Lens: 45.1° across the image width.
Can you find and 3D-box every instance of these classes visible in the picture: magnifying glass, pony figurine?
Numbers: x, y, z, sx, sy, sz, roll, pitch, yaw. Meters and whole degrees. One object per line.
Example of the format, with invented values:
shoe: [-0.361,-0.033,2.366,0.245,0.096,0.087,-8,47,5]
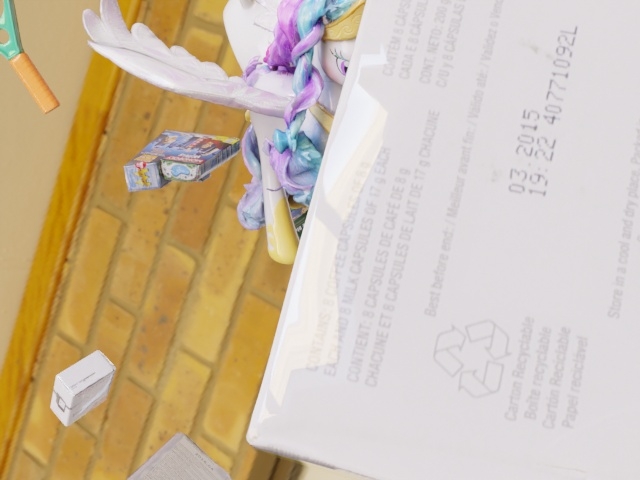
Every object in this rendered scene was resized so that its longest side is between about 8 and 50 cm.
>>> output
magnifying glass: [-0.464,-0.293,1.138,0.092,0.026,0.231,-30,-75,8]
pony figurine: [-0.030,-0.147,0.822,0.303,0.351,0.363,-35,-40,-29]

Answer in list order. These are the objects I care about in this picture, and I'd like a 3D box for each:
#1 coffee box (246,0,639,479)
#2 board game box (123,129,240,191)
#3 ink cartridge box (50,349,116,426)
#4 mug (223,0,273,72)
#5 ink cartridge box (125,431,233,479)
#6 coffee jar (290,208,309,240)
coffee box: [0.167,0.020,0.501,0.334,0.338,0.338,92,-167,-74]
board game box: [-0.290,-0.155,1.553,0.194,0.194,0.060,-45,-43,-48]
ink cartridge box: [-0.507,0.314,1.643,0.109,0.063,0.150,-33,-19,-40]
mug: [-0.008,-0.420,1.340,0.328,0.276,0.374,-21,-29,11]
ink cartridge box: [-0.160,0.412,0.987,0.151,0.270,0.395,-48,-4,4]
coffee jar: [0.000,0.000,1.247,0.096,0.079,0.184,-40,-71,-6]
